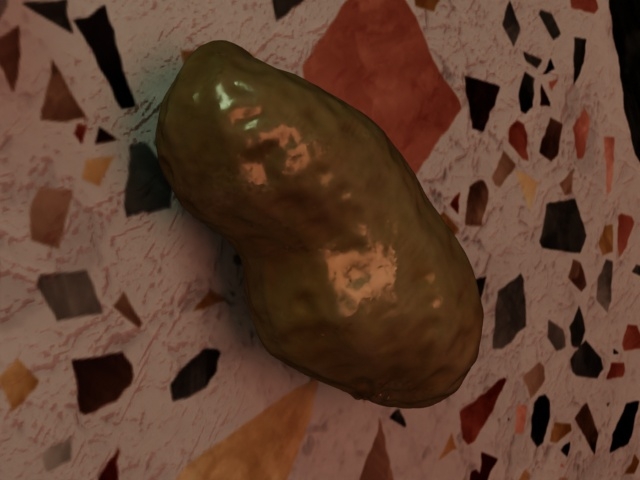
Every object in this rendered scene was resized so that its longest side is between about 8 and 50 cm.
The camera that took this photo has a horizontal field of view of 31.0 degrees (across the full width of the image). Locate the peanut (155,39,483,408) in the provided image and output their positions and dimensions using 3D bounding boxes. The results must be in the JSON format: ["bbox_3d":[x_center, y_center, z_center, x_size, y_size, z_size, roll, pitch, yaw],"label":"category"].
[{"bbox_3d":[0.000,0.000,0.967,0.192,0.170,0.387,-50,120,-24],"label":"peanut"}]
